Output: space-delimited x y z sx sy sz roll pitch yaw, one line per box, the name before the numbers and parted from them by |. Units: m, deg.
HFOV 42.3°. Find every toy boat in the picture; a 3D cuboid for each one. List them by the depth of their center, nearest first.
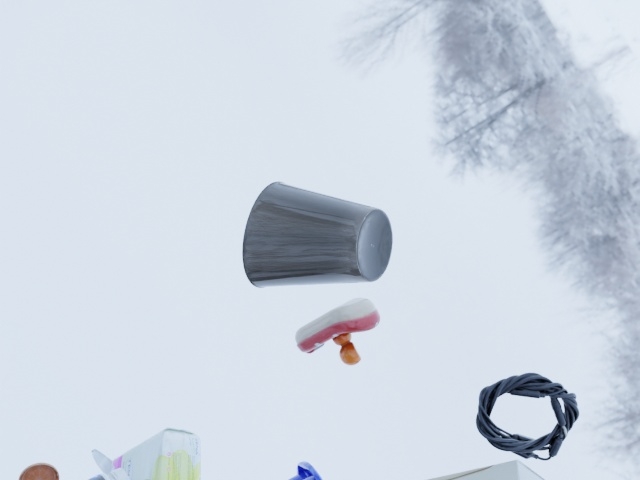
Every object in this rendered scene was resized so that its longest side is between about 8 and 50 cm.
toy boat | 0.057 0.246 2.102 0.151 0.231 0.151 -22 -99 -56

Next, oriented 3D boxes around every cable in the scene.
cable | 0.351 0.296 1.407 0.184 0.150 0.047 29 -163 -13

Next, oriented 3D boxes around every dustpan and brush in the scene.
dustpan and brush | -0.482 0.575 2.039 0.147 0.060 0.211 42 173 -22

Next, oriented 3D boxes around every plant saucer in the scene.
plant saucer | -0.597 0.507 1.756 0.083 0.083 0.013 48 178 -29

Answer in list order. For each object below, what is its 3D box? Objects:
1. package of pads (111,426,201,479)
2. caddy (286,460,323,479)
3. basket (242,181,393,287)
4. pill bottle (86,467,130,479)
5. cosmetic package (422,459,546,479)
package of pads | -0.334 0.545 1.652 0.101 0.229 0.296 22 -131 -36
caddy | -0.003 0.563 1.448 0.241 0.179 0.341 137 114 -72
basket | 0.000 0.000 1.471 0.154 0.227 0.204 37 -115 -52
pill bottle | -0.425 0.485 1.549 0.137 0.078 0.078 -21 -103 -34
cosmetic package | 0.238 0.482 1.414 0.160 0.309 0.113 41 -142 -37
